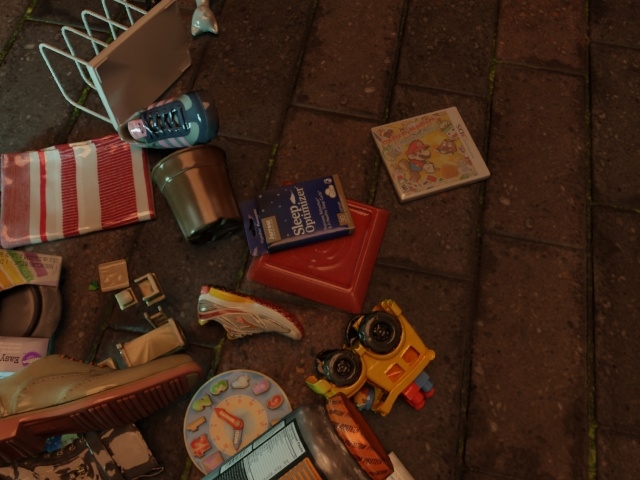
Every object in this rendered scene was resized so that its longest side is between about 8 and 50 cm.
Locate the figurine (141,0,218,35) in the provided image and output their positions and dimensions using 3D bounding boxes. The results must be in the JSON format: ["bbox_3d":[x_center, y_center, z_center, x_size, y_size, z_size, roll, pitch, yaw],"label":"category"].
[{"bbox_3d":[-0.370,-0.634,1.378,0.214,0.092,0.210,-2,75,-3],"label":"figurine"}]

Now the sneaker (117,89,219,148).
[{"bbox_3d":[-0.325,-0.240,1.093,0.131,0.319,0.112,-20,102,-34],"label":"sneaker"}]

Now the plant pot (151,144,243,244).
[{"bbox_3d":[-0.251,-0.090,1.108,0.166,0.167,0.165,-22,77,-10],"label":"plant pot"}]

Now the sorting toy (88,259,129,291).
[{"bbox_3d":[-0.452,0.078,1.103,0.083,0.012,0.062,-13,73,-10],"label":"sorting toy"}]

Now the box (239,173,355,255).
[{"bbox_3d":[-0.052,-0.055,1.107,0.225,0.036,0.137,-14,68,-6],"label":"box"}]

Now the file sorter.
[{"bbox_3d":[-0.467,-0.439,1.213,0.173,0.193,0.278,27,62,14],"label":"file sorter"}]

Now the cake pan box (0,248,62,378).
[{"bbox_3d":[-0.645,0.136,0.996,0.266,0.070,0.246,10,65,-25],"label":"cake pan box"}]

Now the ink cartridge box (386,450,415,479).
[{"bbox_3d":[0.081,0.485,0.915,0.209,0.062,0.109,-36,73,-14],"label":"ink cartridge box"}]

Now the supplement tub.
[{"bbox_3d":[-0.050,0.402,0.845,0.316,0.193,0.194,-36,72,-1],"label":"supplement tub"}]

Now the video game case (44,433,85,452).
[{"bbox_3d":[-0.496,0.426,0.937,0.232,0.042,0.210,-20,69,-10],"label":"video game case"}]

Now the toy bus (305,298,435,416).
[{"bbox_3d":[0.110,0.254,0.985,0.220,0.149,0.211,-42,90,-15],"label":"toy bus"}]

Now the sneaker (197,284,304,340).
[{"bbox_3d":[-0.141,0.161,1.048,0.225,0.088,0.093,17,88,6],"label":"sneaker"}]

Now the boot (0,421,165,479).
[{"bbox_3d":[-0.429,0.367,0.905,0.229,0.091,0.263,-39,77,-23],"label":"boot"}]

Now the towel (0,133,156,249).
[{"bbox_3d":[-0.551,-0.121,1.174,0.328,0.037,0.237,-12,68,-7],"label":"towel"}]

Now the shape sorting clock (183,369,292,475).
[{"bbox_3d":[-0.154,0.348,0.980,0.206,0.040,0.206,0,67,-1],"label":"shape sorting clock"}]

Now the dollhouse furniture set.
[{"bbox_3d":[-0.373,0.175,1.005,0.181,0.101,0.161,-26,80,-12],"label":"dollhouse furniture set"}]

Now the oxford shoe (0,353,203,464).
[{"bbox_3d":[-0.402,0.241,0.866,0.396,0.141,0.147,-12,56,-19],"label":"oxford shoe"}]

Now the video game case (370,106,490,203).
[{"bbox_3d":[0.258,-0.208,1.235,0.226,0.026,0.207,-16,68,-8],"label":"video game case"}]

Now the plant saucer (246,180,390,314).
[{"bbox_3d":[0.000,0.000,1.130,0.258,0.048,0.259,17,68,5],"label":"plant saucer"}]
